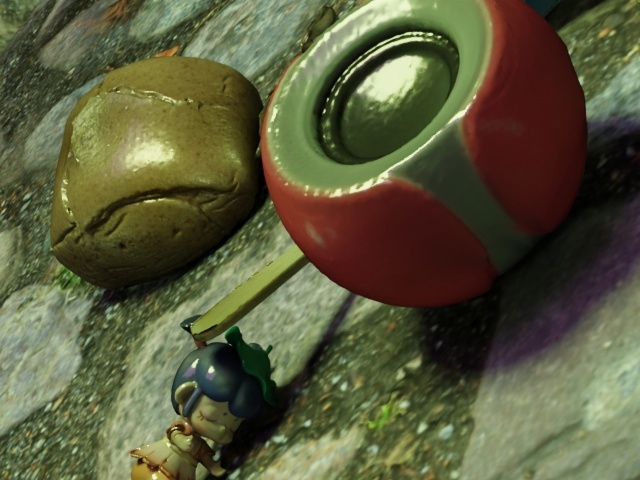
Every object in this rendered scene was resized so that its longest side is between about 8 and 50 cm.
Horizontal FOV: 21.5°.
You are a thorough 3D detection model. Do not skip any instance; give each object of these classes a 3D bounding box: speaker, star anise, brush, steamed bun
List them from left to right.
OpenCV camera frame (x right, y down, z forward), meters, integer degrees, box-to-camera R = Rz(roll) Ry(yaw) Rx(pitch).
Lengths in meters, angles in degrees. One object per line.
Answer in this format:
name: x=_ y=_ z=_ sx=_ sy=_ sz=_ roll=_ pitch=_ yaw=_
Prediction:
steamed bun: x=-0.220 y=-0.096 z=2.079 sx=0.301 sy=0.199 sz=0.251 roll=-30 pitch=32 yaw=34
brush: x=0.000 y=0.000 z=1.679 sx=0.336 sy=0.020 sz=0.085 roll=-38 pitch=21 yaw=-24
star anise: x=0.003 y=-0.185 z=1.973 sx=0.231 sy=0.089 sz=0.209 roll=-13 pitch=55 yaw=60
speaker: x=0.099 y=-0.092 z=1.478 sx=0.294 sy=0.294 sz=0.294 roll=-38 pitch=28 yaw=24

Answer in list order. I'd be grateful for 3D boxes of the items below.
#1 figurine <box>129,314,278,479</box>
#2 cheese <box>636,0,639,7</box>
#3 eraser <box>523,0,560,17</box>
figurine: x=-0.118 y=0.171 z=1.650 sx=0.102 sy=0.111 sz=0.195 roll=24 pitch=74 yaw=43
cheese: x=0.328 y=-0.250 z=1.583 sx=0.092 sy=0.047 sz=0.171 roll=-35 pitch=29 yaw=30
eraser: x=0.244 y=-0.323 z=1.703 sx=0.312 sy=0.043 sz=0.144 roll=-46 pitch=36 yaw=46
